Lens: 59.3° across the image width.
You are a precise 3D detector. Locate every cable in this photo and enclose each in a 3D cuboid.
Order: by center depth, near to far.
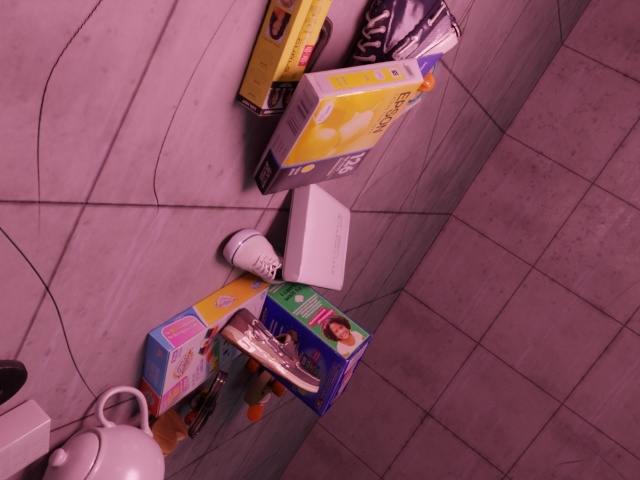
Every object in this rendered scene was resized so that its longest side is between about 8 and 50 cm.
[{"bbox_3d":[-0.306,0.417,1.445,0.140,0.072,0.287,-60,178,-35],"label":"cable"}]

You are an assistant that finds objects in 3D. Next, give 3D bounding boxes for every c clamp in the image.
[{"bbox_3d":[-0.025,-0.340,0.977,0.161,0.022,0.137,-60,168,15],"label":"c clamp"}]

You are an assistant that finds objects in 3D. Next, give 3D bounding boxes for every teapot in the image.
[{"bbox_3d":[-0.442,0.453,1.094,0.252,0.256,0.187,-34,122,5],"label":"teapot"}]

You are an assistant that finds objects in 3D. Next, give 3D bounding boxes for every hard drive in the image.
[{"bbox_3d":[0.000,0.000,1.418,0.353,0.047,0.233,25,71,-71],"label":"hard drive"}]

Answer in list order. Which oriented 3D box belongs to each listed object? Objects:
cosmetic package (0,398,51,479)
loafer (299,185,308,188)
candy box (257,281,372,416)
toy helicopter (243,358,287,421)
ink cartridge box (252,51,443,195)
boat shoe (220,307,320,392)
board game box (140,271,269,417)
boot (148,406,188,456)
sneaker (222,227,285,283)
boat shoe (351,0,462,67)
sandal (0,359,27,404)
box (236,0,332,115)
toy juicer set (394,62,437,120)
[{"bbox_3d":[-0.544,0.353,0.868,0.239,0.060,0.099,-29,147,-50],"label":"cosmetic package"},{"bbox_3d":[-0.029,-0.158,1.227,0.148,0.056,0.050,-44,160,-54],"label":"loafer"},{"bbox_3d":[-0.056,0.257,1.460,0.122,0.317,0.268,-37,156,-43],"label":"candy box"},{"bbox_3d":[-0.141,0.456,1.880,0.235,0.140,0.355,-59,163,20],"label":"toy helicopter"},{"bbox_3d":[0.055,-0.209,1.051,0.307,0.072,0.304,-16,161,-29],"label":"ink cartridge box"},{"bbox_3d":[-0.097,0.258,1.307,0.092,0.285,0.102,-57,-157,-14],"label":"boat shoe"},{"bbox_3d":[-0.267,0.234,1.310,0.316,0.064,0.242,-32,151,-47],"label":"board game box"},{"bbox_3d":[-0.430,0.507,1.345,0.203,0.095,0.262,-39,-178,-3],"label":"boot"},{"bbox_3d":[-0.129,0.041,1.264,0.094,0.091,0.258,-55,161,2],"label":"sneaker"},{"bbox_3d":[0.109,-0.383,1.111,0.340,0.127,0.158,-38,126,-6],"label":"boat shoe"},{"bbox_3d":[-0.516,0.244,0.759,0.254,0.054,0.097,-26,147,-53],"label":"sandal"},{"bbox_3d":[-0.053,-0.315,0.892,0.087,0.058,0.232,-23,144,-57],"label":"box"},{"bbox_3d":[0.218,-0.373,1.382,0.209,0.089,0.329,-49,161,-16],"label":"toy juicer set"}]
